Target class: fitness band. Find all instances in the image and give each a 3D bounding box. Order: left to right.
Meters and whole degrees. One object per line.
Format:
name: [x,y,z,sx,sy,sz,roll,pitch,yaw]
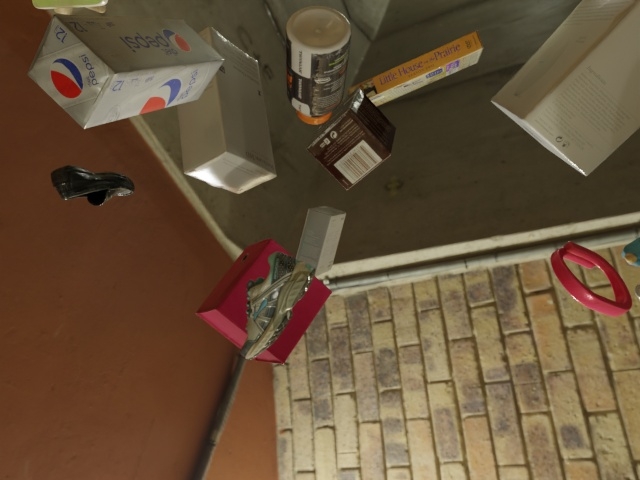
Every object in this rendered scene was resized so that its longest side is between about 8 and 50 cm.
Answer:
fitness band: [0.793,0.115,1.462,0.291,0.054,0.209,18,-133,-25]

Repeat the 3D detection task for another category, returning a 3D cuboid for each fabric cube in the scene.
fabric cube: [-0.174,0.185,1.493,0.259,0.254,0.258,42,-114,-14]

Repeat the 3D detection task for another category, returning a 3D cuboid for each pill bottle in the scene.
pill bottle: [-0.009,-0.357,1.068,0.246,0.130,0.130,96,172,-65]

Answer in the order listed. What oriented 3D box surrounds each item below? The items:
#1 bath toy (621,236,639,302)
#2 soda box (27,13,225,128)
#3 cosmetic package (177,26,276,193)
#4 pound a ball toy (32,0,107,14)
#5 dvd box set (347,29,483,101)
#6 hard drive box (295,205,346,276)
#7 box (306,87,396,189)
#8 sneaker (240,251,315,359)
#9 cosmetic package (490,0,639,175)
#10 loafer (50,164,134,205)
bath toy: [0.578,0.146,0.722,0.129,0.151,0.348,8,-117,-43]
soda box: [-0.252,-0.245,0.703,0.098,0.091,0.286,43,-153,-4]
cosmetic package: [-0.263,-0.343,1.357,0.217,0.156,0.385,15,-123,-57]
pound a ball toy: [-0.475,-0.482,0.874,0.208,0.319,0.136,-17,-62,-48]
dvd box set: [0.316,-0.549,1.659,0.062,0.420,0.307,68,-162,-5]
hard drive box: [0.000,0.000,1.811,0.181,0.089,0.232,-16,-56,-69]
box: [0.090,-0.285,1.392,0.167,0.168,0.203,43,-149,-15]
sneaker: [-0.124,0.149,1.168,0.122,0.283,0.110,34,-164,10]
cosmetic package: [0.413,-0.249,0.767,0.138,0.225,0.224,37,-157,-9]
loafer: [-0.506,-0.115,1.129,0.223,0.076,0.078,-2,-104,-71]
